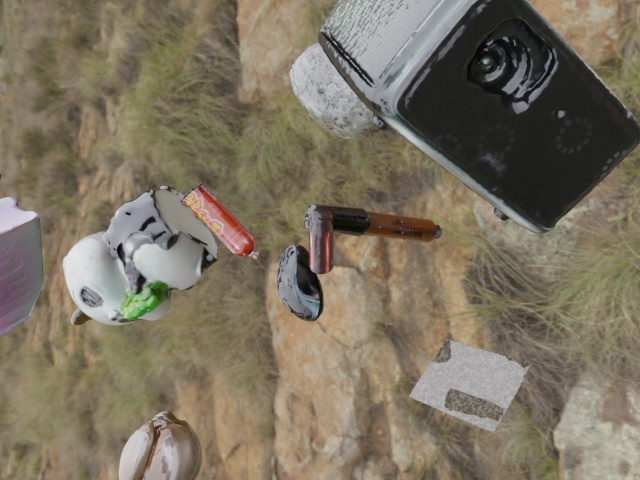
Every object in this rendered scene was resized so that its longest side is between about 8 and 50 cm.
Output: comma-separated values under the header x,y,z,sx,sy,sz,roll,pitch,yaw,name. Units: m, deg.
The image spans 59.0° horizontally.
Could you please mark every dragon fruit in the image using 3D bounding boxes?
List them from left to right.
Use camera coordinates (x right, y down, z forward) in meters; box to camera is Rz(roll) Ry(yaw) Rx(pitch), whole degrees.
x,y,z,sx,sy,sz,roll,pitch,yaw,name
0.067,-0.345,1.364,0.204,0.283,0.221,-28,82,35,dragon fruit

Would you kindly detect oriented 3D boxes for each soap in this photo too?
x,y,z,sx,sy,sz,roll,pitch,yaw,name
-0.353,0.040,0.603,0.056,0.100,0.149,29,126,18,soap

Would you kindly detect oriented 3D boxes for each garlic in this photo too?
x,y,z,sx,sy,sz,roll,pitch,yaw,name
-0.341,0.490,1.260,0.214,0.160,0.191,69,-136,-67,garlic

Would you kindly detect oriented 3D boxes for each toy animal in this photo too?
x,y,z,sx,sy,sz,roll,pitch,yaw,name
-0.329,0.044,1.026,0.267,0.212,0.212,-45,37,5,toy animal

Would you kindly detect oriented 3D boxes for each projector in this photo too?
x,y,z,sx,sy,sz,roll,pitch,yaw,name
0.223,-0.254,0.908,0.242,0.395,0.405,-51,30,19,projector

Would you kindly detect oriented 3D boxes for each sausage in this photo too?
x,y,z,sx,sy,sz,roll,pitch,yaw,name
-0.150,-0.023,0.872,0.050,0.145,0.048,-42,5,17,sausage

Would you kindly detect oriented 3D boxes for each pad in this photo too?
x,y,z,sx,sy,sz,roll,pitch,yaw,name
0.300,0.288,1.157,0.158,0.003,0.235,-52,27,-19,pad

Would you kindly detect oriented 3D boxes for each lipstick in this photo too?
x,y,z,sx,sy,sz,roll,pitch,yaw,name
0.152,-0.043,1.527,0.077,0.419,0.077,-19,69,60,lipstick

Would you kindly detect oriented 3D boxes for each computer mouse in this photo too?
x,y,z,sx,sy,sz,roll,pitch,yaw,name
-0.069,0.127,1.637,0.137,0.097,0.233,-37,67,50,computer mouse

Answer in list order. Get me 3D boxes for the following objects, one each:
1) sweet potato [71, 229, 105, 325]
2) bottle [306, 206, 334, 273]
x,y,z,sx,sy,sz,roll,pitch,yaw,name
-0.588,0.098,1.535,0.098,0.124,0.309,125,148,-52,sweet potato
0.000,0.000,1.230,0.164,0.060,0.060,90,165,-45,bottle
